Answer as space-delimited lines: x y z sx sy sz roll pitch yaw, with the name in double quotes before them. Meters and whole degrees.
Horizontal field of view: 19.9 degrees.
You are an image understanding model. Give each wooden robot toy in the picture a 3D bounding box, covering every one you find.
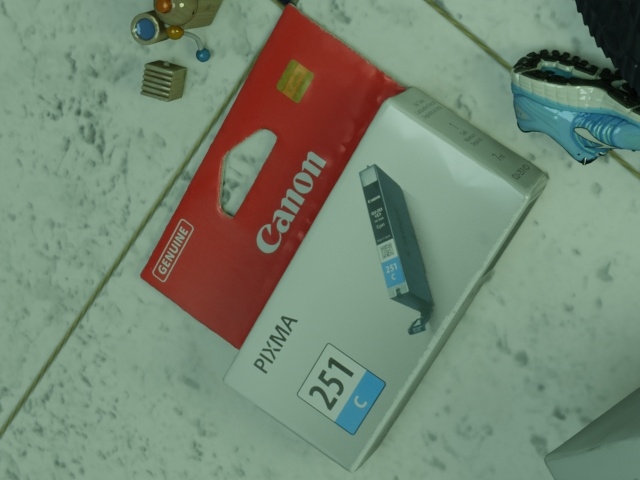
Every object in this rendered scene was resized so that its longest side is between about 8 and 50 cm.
"wooden robot toy" -0.122 -0.192 1.482 0.076 0.079 0.173 33 114 12

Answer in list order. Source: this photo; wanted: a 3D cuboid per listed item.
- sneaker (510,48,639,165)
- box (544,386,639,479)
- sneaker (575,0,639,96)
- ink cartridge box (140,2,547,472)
"sneaker" 0.220 -0.090 1.380 0.162 0.063 0.073 21 130 21
"box" 0.354 0.247 1.296 0.345 0.168 0.215 59 150 -1
"sneaker" 0.288 -0.155 1.311 0.319 0.131 0.112 57 160 17
"ink cartridge box" 0.000 0.000 1.489 0.261 0.066 0.296 35 115 10
